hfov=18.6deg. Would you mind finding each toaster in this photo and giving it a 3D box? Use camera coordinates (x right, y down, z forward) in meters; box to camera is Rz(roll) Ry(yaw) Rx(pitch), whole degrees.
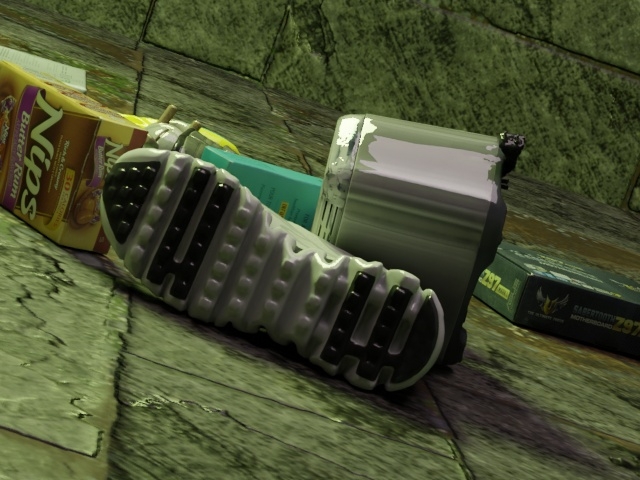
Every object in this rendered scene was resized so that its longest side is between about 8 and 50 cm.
[{"bbox_3d":[0.067,-0.009,1.575,0.146,0.227,0.129,13,45,-1],"label":"toaster"}]

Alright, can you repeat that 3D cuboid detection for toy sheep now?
[{"bbox_3d":[-0.146,-0.079,1.897,0.091,0.091,0.132,24,-11,26],"label":"toy sheep"}]

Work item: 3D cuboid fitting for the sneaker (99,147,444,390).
[{"bbox_3d":[-0.037,0.026,1.487,0.292,0.110,0.118,30,2,12],"label":"sneaker"}]

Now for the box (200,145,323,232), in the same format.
[{"bbox_3d":[0.000,0.000,1.699,0.244,0.101,0.060,15,8,-29],"label":"box"}]

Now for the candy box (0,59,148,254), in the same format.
[{"bbox_3d":[-0.222,-0.071,1.616,0.053,0.109,0.186,13,10,-40],"label":"candy box"}]

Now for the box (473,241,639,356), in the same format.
[{"bbox_3d":[0.271,0.062,2.080,0.232,0.059,0.183,16,8,-22],"label":"box"}]

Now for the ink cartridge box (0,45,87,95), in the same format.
[{"bbox_3d":[-0.386,-0.202,2.305,0.224,0.045,0.223,18,8,-9],"label":"ink cartridge box"}]

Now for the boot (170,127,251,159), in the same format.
[{"bbox_3d":[-0.064,-0.056,1.842,0.161,0.083,0.246,36,10,4],"label":"boot"}]

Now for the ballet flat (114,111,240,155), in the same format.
[{"bbox_3d":[-0.196,-0.089,1.977,0.231,0.077,0.077,17,29,1],"label":"ballet flat"}]
